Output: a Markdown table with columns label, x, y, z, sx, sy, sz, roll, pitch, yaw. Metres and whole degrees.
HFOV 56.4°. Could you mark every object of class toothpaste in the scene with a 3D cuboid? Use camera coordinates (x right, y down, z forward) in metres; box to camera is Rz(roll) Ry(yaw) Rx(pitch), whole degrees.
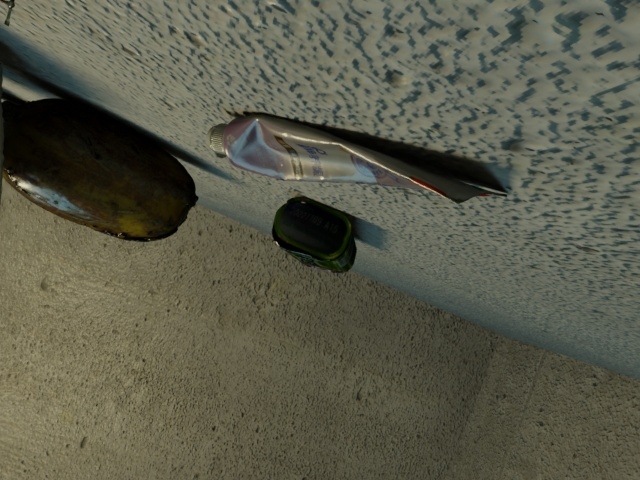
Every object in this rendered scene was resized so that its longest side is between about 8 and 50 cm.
| label | x | y | z | sx | sy | sz | roll | pitch | yaw |
| --- | --- | --- | --- | --- | --- | --- | --- | --- | --- |
| toothpaste | 0.008 | -0.070 | 0.533 | 0.301 | 0.048 | 0.075 | 17 | 169 | 36 |

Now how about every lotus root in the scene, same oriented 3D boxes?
| label | x | y | z | sx | sy | sz | roll | pitch | yaw |
| --- | --- | --- | --- | --- | --- | --- | --- | --- | --- |
| lotus root | -0.392 | -0.120 | 1.051 | 0.179 | 0.196 | 0.397 | 11 | 166 | 46 |

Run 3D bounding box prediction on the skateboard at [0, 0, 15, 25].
| label | x | y | z | sx | sy | sz | roll | pitch | yaw |
| --- | --- | --- | --- | --- | --- | --- | --- | --- | --- |
| skateboard | -0.275 | -0.201 | 0.500 | 0.083 | 0.032 | 0.064 | 24 | -174 | 17 |

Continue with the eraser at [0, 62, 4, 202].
| label | x | y | z | sx | sy | sz | roll | pitch | yaw |
| --- | --- | --- | --- | --- | --- | --- | --- | --- | --- |
| eraser | -0.541 | -0.154 | 0.757 | 0.331 | 0.331 | 0.150 | 23 | -143 | -1 |

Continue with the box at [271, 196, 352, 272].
| label | x | y | z | sx | sy | sz | roll | pitch | yaw |
| --- | --- | --- | --- | --- | --- | --- | --- | --- | --- |
| box | 0.000 | 0.000 | 1.143 | 0.134 | 0.097 | 0.345 | 14 | 175 | 7 |
